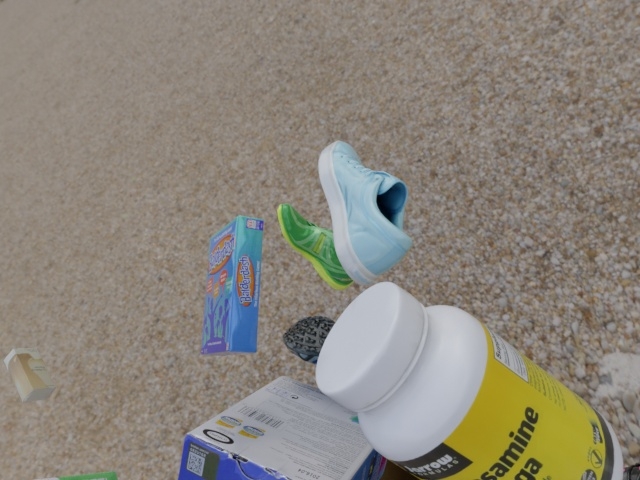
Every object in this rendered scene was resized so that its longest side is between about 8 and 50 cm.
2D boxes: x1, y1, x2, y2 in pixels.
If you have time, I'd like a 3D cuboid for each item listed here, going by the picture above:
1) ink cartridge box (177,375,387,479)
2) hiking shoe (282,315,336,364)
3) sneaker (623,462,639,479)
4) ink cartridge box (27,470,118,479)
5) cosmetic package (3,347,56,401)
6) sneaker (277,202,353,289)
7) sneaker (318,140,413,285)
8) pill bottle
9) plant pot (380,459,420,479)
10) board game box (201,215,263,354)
[{"bbox_3d":[-0.059,0.393,0.912,0.270,0.395,0.151,13,97,22],"label":"ink cartridge box"},{"bbox_3d":[0.039,0.249,1.077,0.304,0.132,0.113,10,37,45],"label":"hiking shoe"},{"bbox_3d":[0.907,0.676,1.432,0.483,0.185,0.202,-52,40,10],"label":"sneaker"},{"bbox_3d":[-0.370,0.496,0.731,0.121,0.211,0.289,-43,56,16],"label":"ink cartridge box"},{"bbox_3d":[-0.629,0.290,1.137,0.041,0.060,0.115,-47,66,11],"label":"cosmetic package"},{"bbox_3d":[0.000,0.000,1.401,0.123,0.295,0.109,-39,18,16],"label":"sneaker"},{"bbox_3d":[0.100,-0.085,1.011,0.150,0.135,0.366,-32,45,23],"label":"sneaker"},{"bbox_3d":[0.167,0.197,0.611,0.188,0.334,0.188,-49,16,19],"label":"pill bottle"},{"bbox_3d":[0.245,0.460,1.157,0.237,0.254,0.237,6,99,46],"label":"plant pot"},{"bbox_3d":[-0.147,0.081,0.865,0.160,0.047,0.210,-27,58,59],"label":"board game box"}]
